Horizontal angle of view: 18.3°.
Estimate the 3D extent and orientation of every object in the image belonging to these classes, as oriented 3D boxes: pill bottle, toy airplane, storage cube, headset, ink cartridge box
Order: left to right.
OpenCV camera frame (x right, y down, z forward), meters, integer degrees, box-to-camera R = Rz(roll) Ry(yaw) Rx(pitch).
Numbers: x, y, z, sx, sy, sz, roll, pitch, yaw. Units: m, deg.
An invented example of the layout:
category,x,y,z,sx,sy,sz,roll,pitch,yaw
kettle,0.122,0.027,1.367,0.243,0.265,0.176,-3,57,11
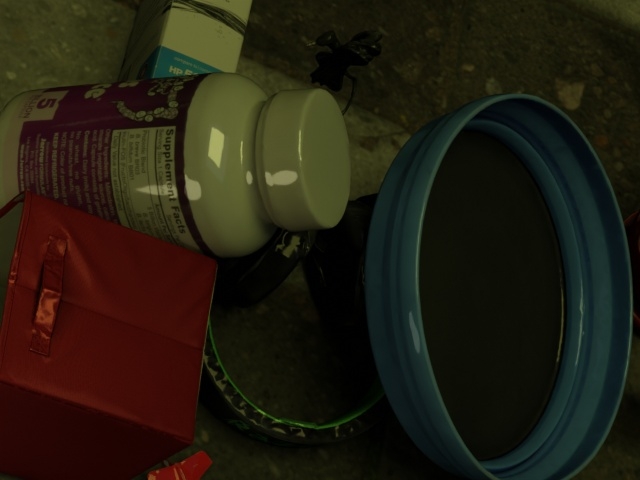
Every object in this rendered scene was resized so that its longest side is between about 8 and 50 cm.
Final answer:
category,x,y,z,sx,sy,sz,roll,pitch,yaw
storage cube,-0.226,0.096,1.733,0.193,0.215,0.183,21,58,-26
pill bottle,-0.133,-0.065,1.788,0.169,0.301,0.169,-3,90,-69
ink cartridge box,-0.136,-0.187,1.951,0.086,0.148,0.203,22,59,-16
toy airplane,-0.110,0.258,1.822,0.151,0.028,0.151,11,63,-22
headset,0.000,0.000,1.910,0.243,0.185,0.394,12,73,-23

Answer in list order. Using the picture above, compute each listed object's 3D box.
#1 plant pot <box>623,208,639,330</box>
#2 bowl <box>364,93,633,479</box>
category,x,y,z,sx,sy,sz,roll,pitch,yaw
plant pot,0.413,0.019,2.126,0.191,0.174,0.191,12,61,-23
bowl,0.179,0.052,1.947,0.391,0.077,0.391,7,81,-51
